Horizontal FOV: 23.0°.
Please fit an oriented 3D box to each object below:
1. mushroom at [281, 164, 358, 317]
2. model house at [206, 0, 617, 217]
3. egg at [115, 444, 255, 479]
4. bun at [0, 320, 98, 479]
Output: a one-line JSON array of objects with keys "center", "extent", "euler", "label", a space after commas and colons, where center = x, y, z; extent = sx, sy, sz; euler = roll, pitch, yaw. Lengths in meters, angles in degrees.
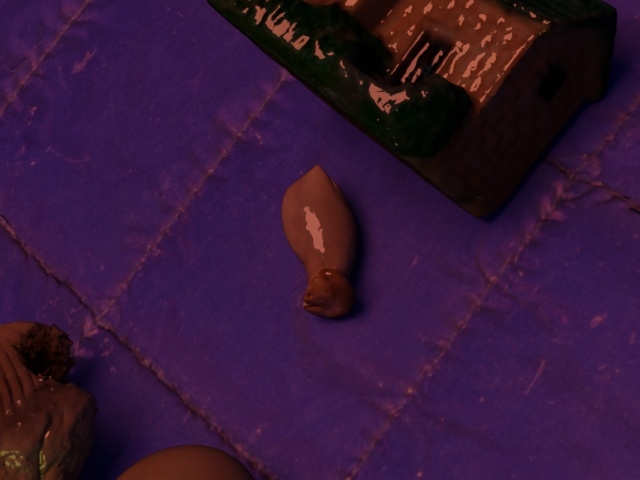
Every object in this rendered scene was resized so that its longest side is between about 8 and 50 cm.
[{"center": [-0.001, 0.000, 1.997], "extent": [0.097, 0.088, 0.213], "euler": [-30, 56, 30], "label": "mushroom"}, {"center": [0.139, -0.279, 1.909], "extent": [0.343, 0.334, 0.382], "euler": [-50, 57, 2], "label": "model house"}, {"center": [-0.168, 0.364, 1.808], "extent": [0.219, 0.219, 0.269], "euler": [4, 54, 37], "label": "egg"}, {"center": [-0.414, 0.259, 2.056], "extent": [0.281, 0.205, 0.281], "euler": [-14, 30, 8], "label": "bun"}]
